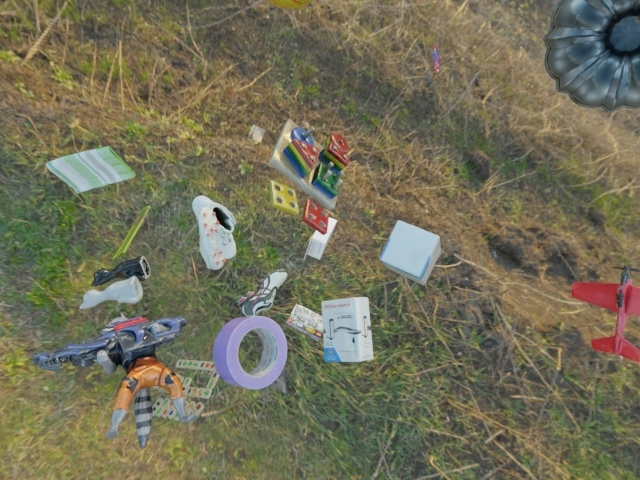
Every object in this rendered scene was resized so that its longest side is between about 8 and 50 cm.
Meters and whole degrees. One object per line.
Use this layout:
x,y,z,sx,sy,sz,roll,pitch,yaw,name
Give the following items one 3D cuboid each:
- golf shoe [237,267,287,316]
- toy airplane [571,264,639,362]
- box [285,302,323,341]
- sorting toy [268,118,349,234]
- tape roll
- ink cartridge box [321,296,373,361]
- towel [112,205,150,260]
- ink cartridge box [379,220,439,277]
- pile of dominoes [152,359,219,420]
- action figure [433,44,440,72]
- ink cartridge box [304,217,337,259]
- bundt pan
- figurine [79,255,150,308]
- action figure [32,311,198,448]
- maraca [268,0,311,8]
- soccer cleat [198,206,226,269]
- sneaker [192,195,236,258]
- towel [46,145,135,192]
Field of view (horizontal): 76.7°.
-0.239,0.243,1.828,0.273,0.105,0.120,-42,60,-11,golf shoe
0.438,0.110,0.592,0.028,0.151,0.151,-6,80,-33,toy airplane
-0.048,0.296,1.466,0.137,0.027,0.094,27,43,1,box
-0.010,-0.133,0.679,0.132,0.046,0.274,37,40,-22,sorting toy
-0.189,0.301,1.098,0.189,0.080,0.188,11,73,-39,tape roll
0.086,0.296,1.349,0.086,0.148,0.203,9,72,-48,ink cartridge box
-0.753,-0.033,1.617,0.021,0.102,0.237,35,49,-28,towel
0.418,0.063,1.848,0.197,0.270,0.198,25,85,22,ink cartridge box
-0.447,0.474,1.308,0.040,0.251,0.195,52,44,-36,pile of dominoes
0.457,-0.711,1.591,0.030,0.038,0.115,1,79,15,action figure
0.000,0.000,1.768,0.067,0.115,0.198,24,49,6,ink cartridge box
0.638,-0.429,0.835,0.330,0.331,0.124,55,41,1,bundt pan
-0.760,0.162,1.489,0.210,0.214,0.092,-12,123,-3,figurine
-0.494,0.326,0.996,0.342,0.178,0.330,-4,45,-33,action figure
-0.038,-0.431,0.635,0.127,0.186,0.099,-29,107,-14,maraca
-0.347,-0.004,1.246,0.068,0.076,0.196,-13,91,-52,soccer cleat
-0.383,-0.026,1.564,0.108,0.169,0.292,-39,127,-25,sneaker
-0.532,-0.162,0.945,0.152,0.113,0.023,-13,62,5,towel
